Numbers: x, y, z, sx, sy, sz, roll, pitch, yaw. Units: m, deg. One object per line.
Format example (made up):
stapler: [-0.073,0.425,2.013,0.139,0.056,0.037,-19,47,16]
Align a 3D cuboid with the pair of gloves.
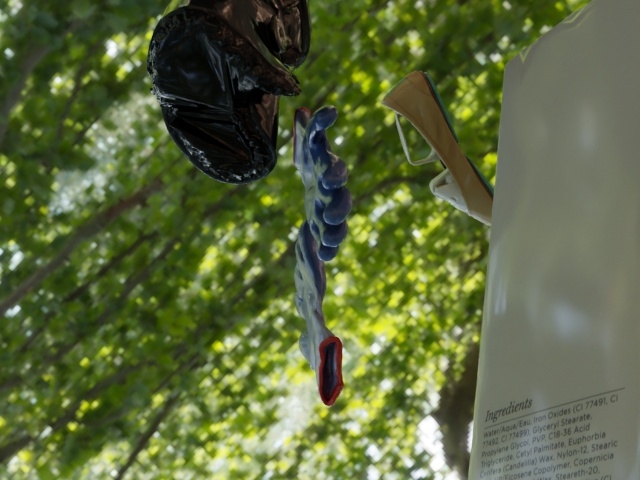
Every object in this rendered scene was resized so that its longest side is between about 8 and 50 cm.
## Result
pair of gloves: [0.000,0.000,0.720,0.023,0.198,0.159,-2,-155,-8]

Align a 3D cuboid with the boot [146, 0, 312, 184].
boot: [-0.064,-0.184,0.734,0.207,0.094,0.247,-80,-20,-58]

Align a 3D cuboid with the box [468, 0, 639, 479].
box: [0.136,0.028,0.470,0.094,0.113,0.275,22,-118,-23]

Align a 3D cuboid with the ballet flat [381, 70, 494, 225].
ballet flat: [0.151,-0.099,1.352,0.232,0.073,0.080,58,-178,-15]
